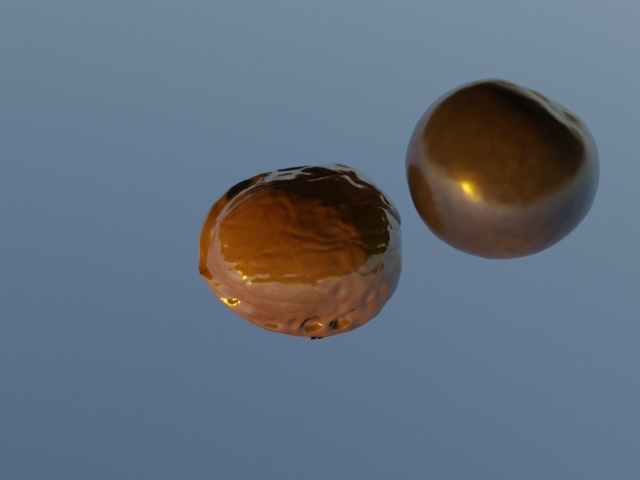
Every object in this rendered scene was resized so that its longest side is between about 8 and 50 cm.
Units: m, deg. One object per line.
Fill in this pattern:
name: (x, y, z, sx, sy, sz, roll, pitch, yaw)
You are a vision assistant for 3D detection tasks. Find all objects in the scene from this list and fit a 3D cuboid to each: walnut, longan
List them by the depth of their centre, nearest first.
longan: (0.163, -0.063, 1.005, 0.187, 0.167, 0.167, -14, -137, -32)
walnut: (-0.001, 0.000, 1.018, 0.211, 0.087, 0.167, -12, -103, -32)
